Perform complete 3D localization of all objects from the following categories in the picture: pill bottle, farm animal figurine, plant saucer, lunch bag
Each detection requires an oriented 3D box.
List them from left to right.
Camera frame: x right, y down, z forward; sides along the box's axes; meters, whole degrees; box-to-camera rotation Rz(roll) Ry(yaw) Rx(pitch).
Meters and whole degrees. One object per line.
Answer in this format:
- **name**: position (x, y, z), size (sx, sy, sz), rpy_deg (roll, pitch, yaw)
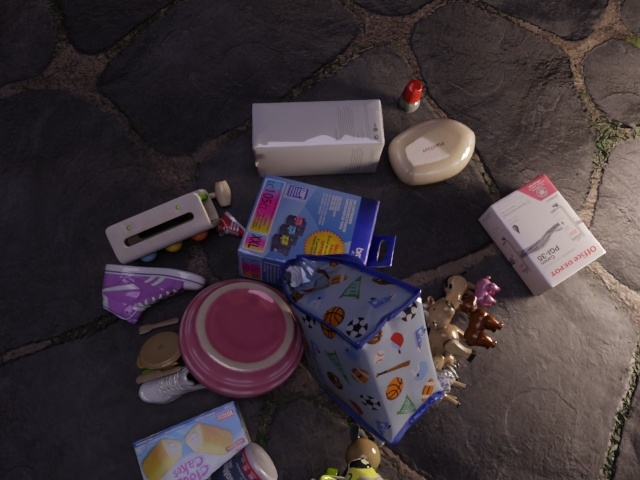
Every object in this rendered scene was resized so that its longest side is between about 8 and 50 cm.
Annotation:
- **pill bottle**: position (-0.201, 0.571, 1.230), size (0.180, 0.108, 0.108), rpy_deg (-40, 78, 0)
- **plant saucer**: position (-0.199, 0.236, 1.374), size (0.332, 0.084, 0.332), rpy_deg (8, 55, -11)
- **lunch bag**: position (0.071, 0.221, 1.241), size (0.239, 0.327, 0.385), rpy_deg (-33, 31, -28)
- **farm animal figurine**: position (0.327, 0.228, 1.384), size (0.172, 0.330, 0.326), rpy_deg (25, 102, 3)

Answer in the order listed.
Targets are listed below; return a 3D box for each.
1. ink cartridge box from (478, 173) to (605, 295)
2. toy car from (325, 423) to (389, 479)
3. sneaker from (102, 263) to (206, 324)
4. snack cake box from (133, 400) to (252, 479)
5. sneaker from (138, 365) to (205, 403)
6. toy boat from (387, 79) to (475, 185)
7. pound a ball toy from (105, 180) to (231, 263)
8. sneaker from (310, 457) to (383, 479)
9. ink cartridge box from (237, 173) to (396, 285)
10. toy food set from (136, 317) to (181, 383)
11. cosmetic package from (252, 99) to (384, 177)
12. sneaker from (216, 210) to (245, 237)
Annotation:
- **ink cartridge box**: position (0.633, -0.016, 1.517), size (0.207, 0.117, 0.283), rpy_deg (-30, 76, -11)
- **toy car**: position (0.106, 0.561, 1.330), size (0.155, 0.149, 0.188), rpy_deg (7, 47, 12)
- **sneaker**: position (-0.458, 0.154, 1.447), size (0.282, 0.102, 0.161), rpy_deg (3, 79, 6)
- **snack cake box**: position (-0.313, 0.529, 1.329), size (0.264, 0.089, 0.152), rpy_deg (-21, 74, -8)
- **sneaker**: position (-0.363, 0.360, 1.366), size (0.232, 0.115, 0.090), rpy_deg (-17, 74, -7)
- **toy boat**: position (0.319, -0.327, 1.607), size (0.268, 0.148, 0.318), rpy_deg (-17, 81, -2)
- **pound a ball toy**: position (-0.402, -0.047, 1.489), size (0.319, 0.208, 0.135), rpy_deg (-22, 100, 4)
- **sneaker**: position (0.010, 0.625, 1.207), size (0.385, 0.145, 0.147), rpy_deg (-38, 59, 25)
- **ink cartridge box**: position (0.000, 0.000, 1.455), size (0.396, 0.151, 0.270), rpy_deg (14, 61, 1)
- **toy food set**: position (-0.423, 0.296, 1.401), size (0.133, 0.038, 0.192), rpy_deg (-14, 41, -4)
- **cosmetic package**: position (-0.011, -0.294, 1.546), size (0.366, 0.197, 0.155), rpy_deg (-1, 72, -4)
- **sneaker**: position (-0.258, -0.026, 1.531), size (0.067, 0.042, 0.118), rpy_deg (-42, 71, -17)
